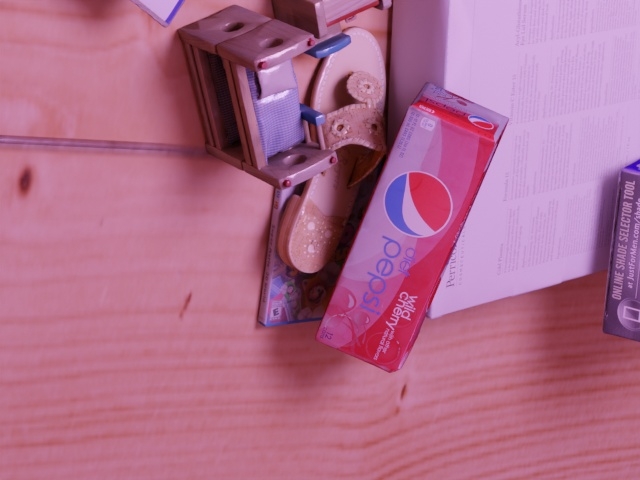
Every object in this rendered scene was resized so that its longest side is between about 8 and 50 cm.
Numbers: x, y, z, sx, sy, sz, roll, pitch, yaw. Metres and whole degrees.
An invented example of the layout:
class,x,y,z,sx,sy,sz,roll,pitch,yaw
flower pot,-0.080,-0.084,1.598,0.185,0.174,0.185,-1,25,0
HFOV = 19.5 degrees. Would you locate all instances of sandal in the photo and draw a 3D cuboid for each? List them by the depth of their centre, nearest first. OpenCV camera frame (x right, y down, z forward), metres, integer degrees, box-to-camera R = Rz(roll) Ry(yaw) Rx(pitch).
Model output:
class,x,y,z,sx,sy,sz,roll,pitch,yaw
sandal,0.033,-0.080,1.763,0.088,0.079,0.240,17,91,-39

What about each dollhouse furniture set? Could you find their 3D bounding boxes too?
class,x,y,z,sx,sy,sz,roll,pitch,yaw
dollhouse furniture set,-0.007,-0.154,1.686,0.183,0.129,0.129,-28,123,-26

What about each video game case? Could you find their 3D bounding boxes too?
class,x,y,z,sx,sy,sz,roll,pitch,yaw
video game case,0.000,0.000,1.832,0.119,0.015,0.166,-5,111,-36

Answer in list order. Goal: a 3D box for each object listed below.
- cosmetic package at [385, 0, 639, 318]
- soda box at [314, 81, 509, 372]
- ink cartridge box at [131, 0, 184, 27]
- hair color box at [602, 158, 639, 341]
class,x,y,z,sx,sy,sz,roll,pitch,yaw
cosmetic package,0.204,-0.134,1.879,0.284,0.097,0.377,-14,117,-35
soda box,0.085,-0.010,1.765,0.083,0.092,0.263,-55,168,-65
ink cartridge box,-0.162,-0.383,1.515,0.307,0.072,0.304,38,82,-42
hair color box,0.428,-0.020,2.019,0.339,0.110,0.185,-25,124,-52
